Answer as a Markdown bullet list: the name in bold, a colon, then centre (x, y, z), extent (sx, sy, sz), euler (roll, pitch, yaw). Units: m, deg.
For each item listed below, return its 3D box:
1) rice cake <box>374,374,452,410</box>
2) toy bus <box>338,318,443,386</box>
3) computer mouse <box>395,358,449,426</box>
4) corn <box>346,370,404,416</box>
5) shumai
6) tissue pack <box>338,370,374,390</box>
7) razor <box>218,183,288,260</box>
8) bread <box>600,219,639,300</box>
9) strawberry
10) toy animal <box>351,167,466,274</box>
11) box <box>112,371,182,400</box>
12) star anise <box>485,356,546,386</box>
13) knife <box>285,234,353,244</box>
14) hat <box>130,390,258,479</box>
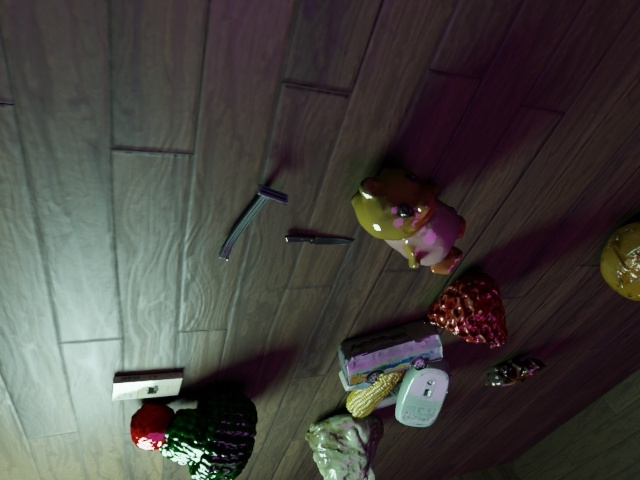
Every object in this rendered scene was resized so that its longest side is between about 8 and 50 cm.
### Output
- **rice cake**: centre (0.317, 0.563, 1.610), extent (0.365, 0.056, 0.072), euler (-19, 131, -4)
- **toy bus**: centre (0.215, 0.335, 1.306), extent (0.317, 0.112, 0.137), euler (-15, 127, -9)
- **computer mouse**: centre (0.361, 0.528, 1.526), extent (0.160, 0.097, 0.288), euler (10, 111, -8)
- **corn**: centre (0.178, 0.512, 1.469), extent (0.102, 0.101, 0.310), euler (8, 130, -29)
- **shumai**: centre (0.109, 0.801, 1.590), extent (0.310, 0.263, 0.304), euler (-5, 149, -8)
- **tissue pack**: centre (0.119, 0.449, 1.399), extent (0.095, 0.074, 0.058), euler (8, 127, -33)
- **razor**: centre (-0.143, -0.034, 0.825), extent (0.068, 0.037, 0.191), euler (17, 127, -40)
- **bread**: centre (0.946, 0.054, 1.256), extent (0.143, 0.195, 0.269), euler (-23, 142, -14)
- **strawberry**: centre (0.420, 0.173, 1.203), extent (0.234, 0.234, 0.177), euler (3, 104, -25)
- **toy animal**: centre (0.173, -0.052, 0.859), extent (0.169, 0.195, 0.281), euler (0, 158, 38)
- **box**: centre (-0.456, 0.385, 1.130), extent (0.167, 0.024, 0.090), euler (4, 132, -26)
- **star anise**: centre (0.794, 0.537, 1.760), extent (0.220, 0.098, 0.214), euler (9, 143, -36)
- **knife**: centre (0.000, 0.000, 0.940), extent (0.170, 0.010, 0.023), euler (3, 132, -27)
- **hat**: centre (-0.361, 0.545, 1.196), extent (0.333, 0.242, 0.274), euler (16, 114, -18)
